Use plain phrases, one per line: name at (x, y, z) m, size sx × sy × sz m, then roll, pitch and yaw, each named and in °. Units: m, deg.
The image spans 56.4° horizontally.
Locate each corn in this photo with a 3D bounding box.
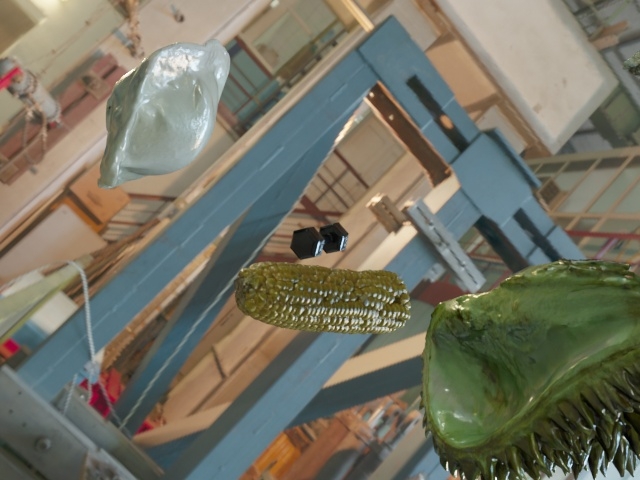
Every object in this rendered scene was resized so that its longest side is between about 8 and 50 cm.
corn at (0.010, 0.086, 0.851) m, size 0.313 × 0.102 × 0.102 m, roll 5°, pitch 19°, yaw -40°

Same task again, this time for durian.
durian at (0.222, 0.132, 0.582) m, size 0.163 × 0.198 × 0.394 m, roll 3°, pitch -23°, yaw -15°

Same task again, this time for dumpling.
dumpling at (-0.192, -0.143, 0.693) m, size 0.124 × 0.229 × 0.151 m, roll 37°, pitch 8°, yaw 1°

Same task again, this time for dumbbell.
dumbbell at (0.000, 0.000, 0.707) m, size 0.083 × 0.040 × 0.036 m, roll -11°, pitch 87°, yaw -58°

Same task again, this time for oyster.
oyster at (0.596, -0.321, 1.034) m, size 0.098 × 0.100 × 0.037 m, roll 39°, pitch 13°, yaw 22°
